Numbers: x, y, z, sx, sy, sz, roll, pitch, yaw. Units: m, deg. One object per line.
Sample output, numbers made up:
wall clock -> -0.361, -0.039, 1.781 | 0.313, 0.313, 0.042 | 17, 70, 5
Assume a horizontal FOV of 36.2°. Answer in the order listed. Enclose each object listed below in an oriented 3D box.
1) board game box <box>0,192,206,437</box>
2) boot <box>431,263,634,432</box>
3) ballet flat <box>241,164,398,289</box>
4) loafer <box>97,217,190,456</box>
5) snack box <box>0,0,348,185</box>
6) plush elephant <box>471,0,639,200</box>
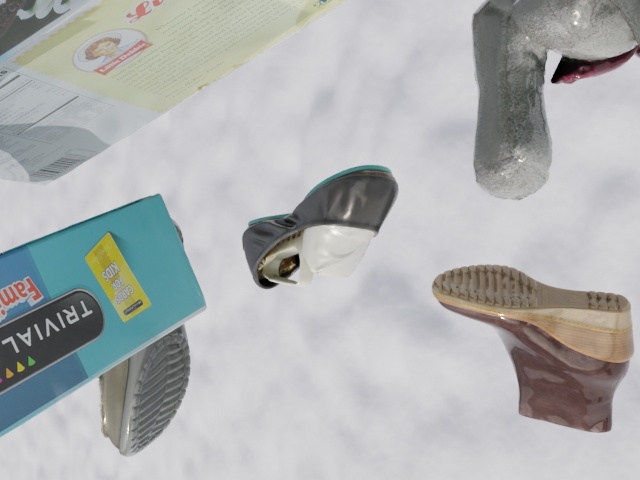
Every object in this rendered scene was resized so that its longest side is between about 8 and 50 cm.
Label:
board game box -> -0.252, 0.088, 0.488 | 0.253, 0.336, 0.079 | -20, 96, 29
boot -> 0.254, 0.142, 1.211 | 0.090, 0.248, 0.207 | -61, -23, -52
ballet flat -> 0.000, 0.000, 1.088 | 0.280, 0.095, 0.096 | -26, 61, 58
loafer -> -0.183, 0.088, 0.944 | 0.087, 0.094, 0.251 | 15, 109, 26
snack box -> -0.103, -0.138, 0.582 | 0.322, 0.187, 0.060 | -28, 81, 14
plush elephant -> 0.263, -0.207, 0.802 | 0.272, 0.255, 0.330 | -42, 55, 51
